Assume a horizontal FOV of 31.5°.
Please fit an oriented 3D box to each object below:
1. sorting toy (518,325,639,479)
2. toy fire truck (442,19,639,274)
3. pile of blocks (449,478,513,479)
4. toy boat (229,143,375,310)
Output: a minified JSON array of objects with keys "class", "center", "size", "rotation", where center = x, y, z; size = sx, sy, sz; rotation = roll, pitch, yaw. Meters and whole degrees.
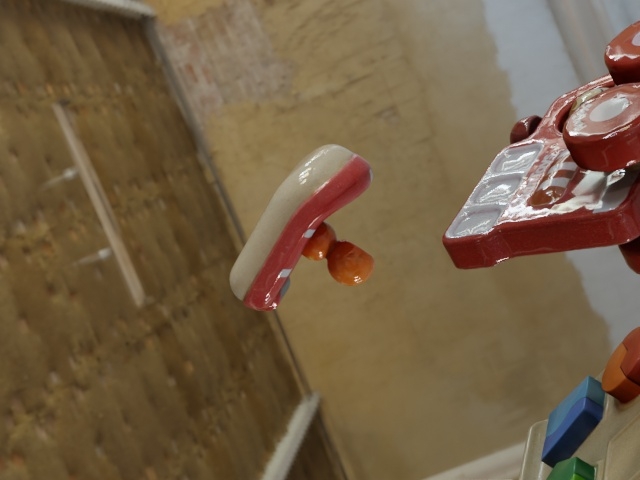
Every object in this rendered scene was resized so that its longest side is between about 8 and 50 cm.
[{"class":"sorting toy","center":[0.211,0.178,0.859],"size":[0.041,0.229,0.307],"rotation":[35,-143,-6]},{"class":"toy fire truck","center":[0.279,-0.092,1.160],"size":[0.169,0.254,0.302],"rotation":[57,-132,-26]},{"class":"pile of blocks","center":[0.288,0.330,1.174],"size":[0.112,0.362,0.149],"rotation":[91,-157,-62]},{"class":"toy boat","center":[0.000,0.000,1.394],"size":[0.151,0.231,0.151],"rotation":[31,-156,0]}]
